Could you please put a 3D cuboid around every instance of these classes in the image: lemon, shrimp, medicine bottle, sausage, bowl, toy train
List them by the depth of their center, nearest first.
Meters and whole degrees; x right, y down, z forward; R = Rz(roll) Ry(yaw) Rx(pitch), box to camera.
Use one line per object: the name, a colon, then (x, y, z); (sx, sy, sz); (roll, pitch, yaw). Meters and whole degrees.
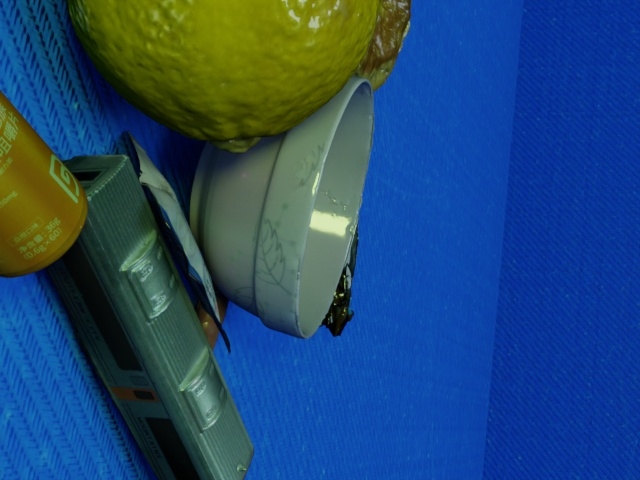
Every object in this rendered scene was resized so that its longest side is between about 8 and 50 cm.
medicine bottle: (-0.243, -0.062, 0.556); (0.192, 0.096, 0.096); (63, 37, -50)
lemon: (-0.081, -0.225, 0.706); (0.293, 0.293, 0.293); (3, 90, -67)
toy train: (-0.145, 0.117, 0.776); (0.086, 0.089, 0.409); (-58, 139, -48)
bowl: (-0.045, -0.047, 0.908); (0.287, 0.143, 0.287); (14, 90, -78)
sausage: (-0.131, 0.115, 0.911); (0.042, 0.036, 0.158); (44, 53, -46)
shrimp: (0.000, 0.000, 1.176); (0.222, 0.054, 0.290); (-10, 98, -67)

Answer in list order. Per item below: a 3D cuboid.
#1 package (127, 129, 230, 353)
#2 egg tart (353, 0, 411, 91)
package: (-0.133, 0.000, 0.792); (0.173, 0.027, 0.171); (-121, -169, -51)
egg tart: (0.016, -0.344, 1.053); (0.339, 0.153, 0.352); (-45, 133, -58)
